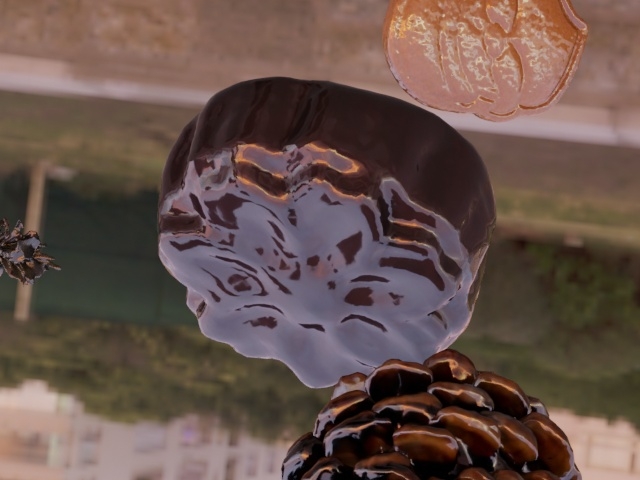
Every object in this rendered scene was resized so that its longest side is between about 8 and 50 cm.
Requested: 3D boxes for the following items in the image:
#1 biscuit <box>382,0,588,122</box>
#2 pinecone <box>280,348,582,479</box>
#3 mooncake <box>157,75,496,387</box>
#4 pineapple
[{"bbox_3d":[0.100,-0.122,1.056,0.130,0.102,0.019,3,-173,-21],"label":"biscuit"},{"bbox_3d":[0.070,0.202,1.212,0.224,0.224,0.272,6,-154,14],"label":"pinecone"},{"bbox_3d":[0.000,0.000,1.444,0.283,0.141,0.283,9,139,8],"label":"mooncake"},{"bbox_3d":[-0.249,0.008,1.285,0.124,0.058,0.058,14,-176,38],"label":"pineapple"}]
